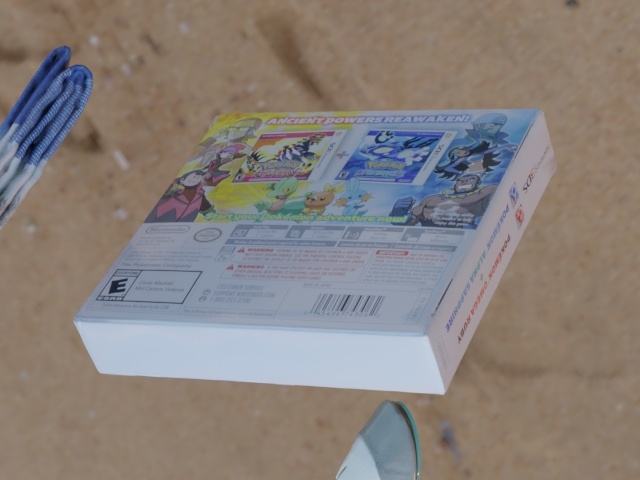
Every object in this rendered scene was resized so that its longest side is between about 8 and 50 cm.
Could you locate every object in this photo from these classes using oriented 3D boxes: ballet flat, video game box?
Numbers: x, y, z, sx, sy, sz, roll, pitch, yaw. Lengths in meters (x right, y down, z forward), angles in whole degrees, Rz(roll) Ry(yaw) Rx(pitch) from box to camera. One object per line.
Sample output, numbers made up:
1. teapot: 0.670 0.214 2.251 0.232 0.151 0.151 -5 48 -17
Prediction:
1. ballet flat: 0.045 0.218 1.658 0.072 0.068 0.213 58 160 33
2. video game box: 0.000 0.000 1.012 0.205 0.187 0.048 2 132 28

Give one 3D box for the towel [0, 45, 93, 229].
1. towel: -0.214 0.040 1.027 0.034 0.285 0.209 33 161 -6
